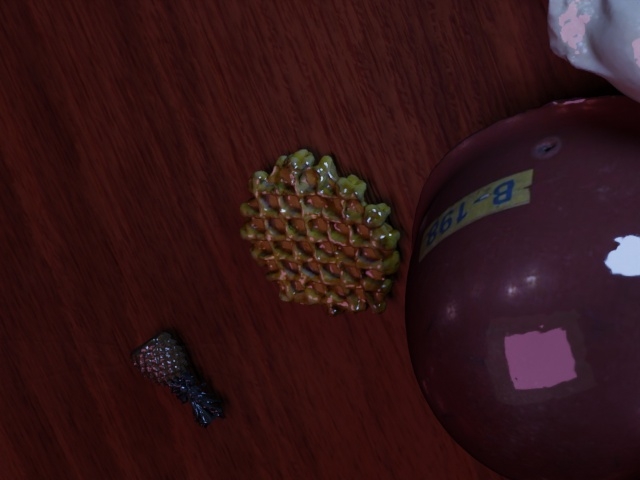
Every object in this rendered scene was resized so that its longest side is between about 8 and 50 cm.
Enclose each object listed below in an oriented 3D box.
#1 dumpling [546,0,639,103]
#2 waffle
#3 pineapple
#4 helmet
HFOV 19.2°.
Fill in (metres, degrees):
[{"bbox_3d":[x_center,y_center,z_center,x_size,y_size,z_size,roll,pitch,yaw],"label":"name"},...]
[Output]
[{"bbox_3d":[0.284,-0.178,1.485,0.111,0.181,0.155,43,129,56],"label":"dumpling"},{"bbox_3d":[-0.002,-0.005,1.874,0.191,0.038,0.191,20,129,27],"label":"waffle"},{"bbox_3d":[-0.157,0.162,2.099,0.058,0.058,0.124,-31,97,46],"label":"pineapple"},{"bbox_3d":[0.222,0.078,1.578,0.385,0.230,0.337,-29,110,38],"label":"helmet"}]
